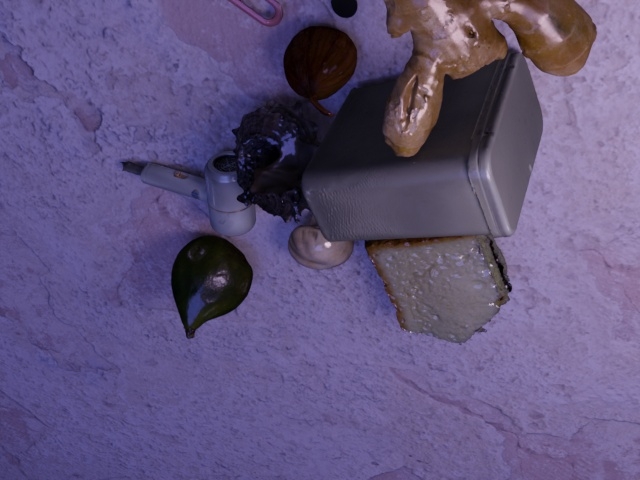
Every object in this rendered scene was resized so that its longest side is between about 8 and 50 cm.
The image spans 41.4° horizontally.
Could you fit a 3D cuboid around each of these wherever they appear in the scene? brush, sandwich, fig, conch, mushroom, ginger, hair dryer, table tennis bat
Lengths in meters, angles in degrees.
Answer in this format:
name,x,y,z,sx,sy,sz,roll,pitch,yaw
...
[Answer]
name,x,y,z,sx,sy,sz,roll,pitch,yaw
brush,-0.168,-0.481,1.578,0.233,0.047,0.103,34,135,-11
sandwich,0.271,0.075,1.846,0.262,0.131,0.325,-10,123,28
fig,-0.012,-0.298,1.575,0.133,0.201,0.146,23,142,-12
conch,-0.068,-0.160,1.703,0.186,0.313,0.241,7,118,-28
mushroom,0.000,0.000,1.905,0.154,0.123,0.154,-2,166,-1
ginger,0.214,-0.338,1.259,0.363,0.122,0.348,-21,120,10
hair dryer,-0.316,-0.138,1.931,0.357,0.107,0.173,16,132,18
fig,-0.273,0.115,2.038,0.195,0.245,0.195,15,151,8
table tennis bat,0.040,-0.445,1.548,0.050,0.007,0.083,2,133,22

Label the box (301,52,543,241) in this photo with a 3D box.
name,x,y,z,sx,sy,sz,roll,pitch,yaw
box,0.188,-0.161,1.510,0.343,0.352,0.177,-3,130,29
